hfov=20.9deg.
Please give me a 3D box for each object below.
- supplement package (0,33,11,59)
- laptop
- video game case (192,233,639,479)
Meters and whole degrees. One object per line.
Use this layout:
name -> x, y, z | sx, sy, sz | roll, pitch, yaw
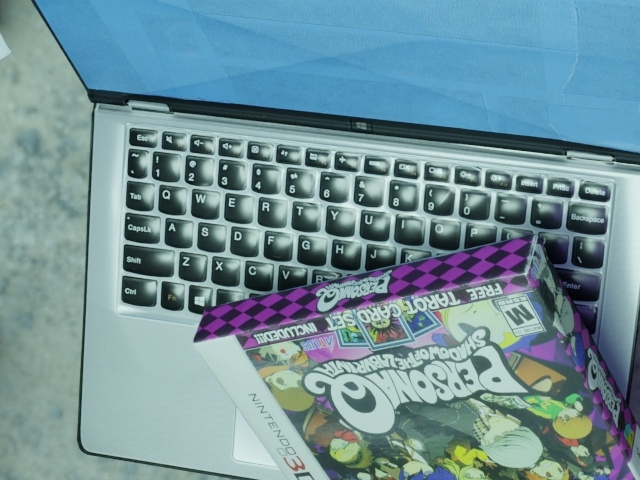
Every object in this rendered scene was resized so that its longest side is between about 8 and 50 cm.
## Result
supplement package -> -0.363, -0.116, 1.043 | 0.262, 0.145, 0.204 | -40, 106, -23
laptop -> 0.000, 0.000, 1.055 | 0.382, 0.236, 0.407 | 8, 103, 13
video game case -> 0.068, 0.104, 1.082 | 0.232, 0.042, 0.210 | -13, 126, 28
